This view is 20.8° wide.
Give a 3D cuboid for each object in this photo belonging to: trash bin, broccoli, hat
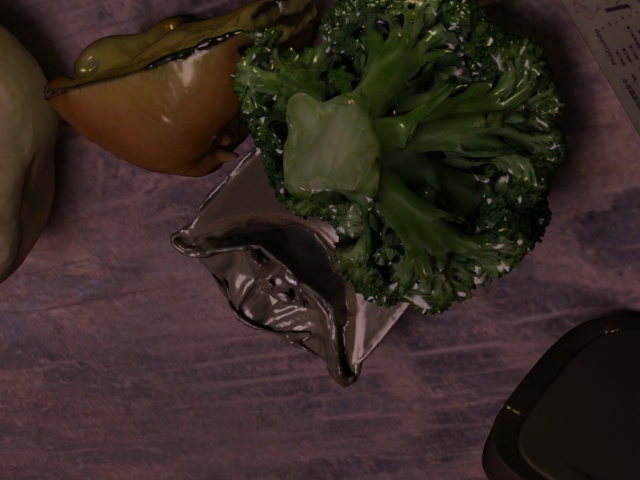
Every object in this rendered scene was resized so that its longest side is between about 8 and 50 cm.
[{"bbox_3d":[0.247,0.224,1.452,0.219,0.220,0.250,31,142,20],"label":"trash bin"},{"bbox_3d":[0.060,-0.073,1.372,0.262,0.242,0.269,-2,89,23],"label":"broccoli"},{"bbox_3d":[0.000,0.000,1.596,0.214,0.149,0.244,42,100,-6],"label":"hat"}]

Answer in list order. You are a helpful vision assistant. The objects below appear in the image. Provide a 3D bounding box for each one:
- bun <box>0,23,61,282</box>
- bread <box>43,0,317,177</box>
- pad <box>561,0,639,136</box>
[{"bbox_3d":[-0.426,-0.104,1.768,0.361,0.213,0.361,24,134,28],"label":"bun"},{"bbox_3d":[-0.112,-0.127,1.530,0.252,0.174,0.133,-9,115,38],"label":"bread"},{"bbox_3d":[0.278,-0.137,1.309,0.159,0.009,0.265,-23,103,45],"label":"pad"}]
